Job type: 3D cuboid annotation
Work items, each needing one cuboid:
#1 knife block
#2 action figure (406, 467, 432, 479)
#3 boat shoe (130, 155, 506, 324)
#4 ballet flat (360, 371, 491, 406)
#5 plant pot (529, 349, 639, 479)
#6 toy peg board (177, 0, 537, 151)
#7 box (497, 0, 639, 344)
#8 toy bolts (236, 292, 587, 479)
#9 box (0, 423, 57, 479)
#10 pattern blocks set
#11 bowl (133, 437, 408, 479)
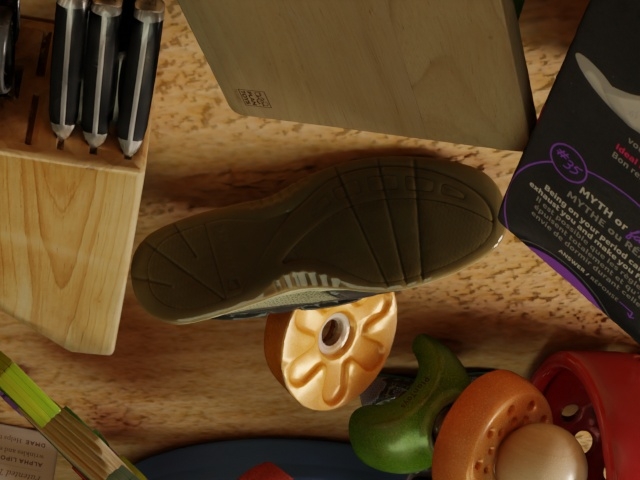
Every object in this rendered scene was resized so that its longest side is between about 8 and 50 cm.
[{"bbox_3d":[-0.123,-0.052,0.809,0.242,0.088,0.276,-17,143,30],"label":"knife block"},{"bbox_3d":[0.106,0.262,1.167,0.185,0.285,0.099,44,161,-5],"label":"action figure"},{"bbox_3d":[0.000,0.001,0.910,0.223,0.080,0.073,-14,176,4],"label":"boat shoe"},{"bbox_3d":[0.085,0.120,1.125,0.114,0.041,0.041,-1,149,6],"label":"ballet flat"},{"bbox_3d":[0.243,0.172,1.064,0.174,0.191,0.191,1,150,-14],"label":"plant pot"},{"bbox_3d":[0.021,-0.127,0.706,0.160,0.079,0.161,9,152,21],"label":"toy peg board"},{"bbox_3d":[0.206,-0.066,0.645,0.165,0.143,0.270,42,153,15],"label":"box"},{"bbox_3d":[0.046,0.147,0.962,0.158,0.228,0.218,22,156,44],"label":"toy bolts"},{"bbox_3d":[-0.330,0.231,1.268,0.182,0.119,0.181,14,148,-17],"label":"box"},{"bbox_3d":[-0.138,0.172,1.055,0.325,0.026,0.285,29,159,50],"label":"pattern blocks set"},{"bbox_3d":[-0.022,0.283,1.368,0.391,0.077,0.391,2,149,1],"label":"bowl"}]
